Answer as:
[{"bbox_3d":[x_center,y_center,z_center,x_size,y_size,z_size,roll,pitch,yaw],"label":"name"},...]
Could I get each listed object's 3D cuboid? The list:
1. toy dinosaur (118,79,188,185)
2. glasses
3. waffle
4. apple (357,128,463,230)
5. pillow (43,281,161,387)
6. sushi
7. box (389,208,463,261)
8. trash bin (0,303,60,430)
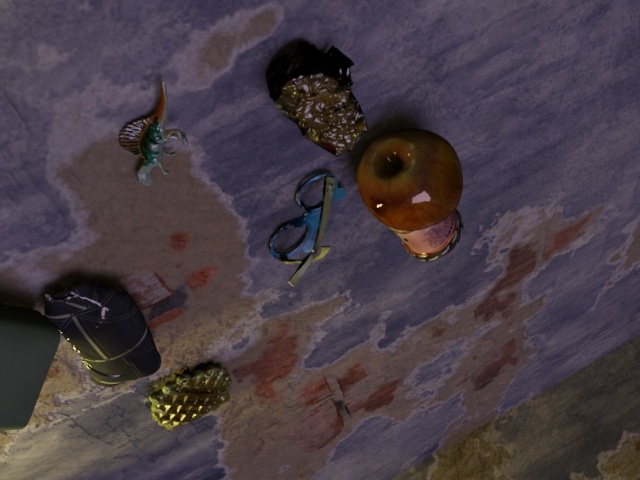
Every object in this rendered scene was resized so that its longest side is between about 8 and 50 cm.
[{"bbox_3d":[-0.281,-0.172,1.073,0.106,0.044,0.187,-13,141,-1],"label":"toy dinosaur"},{"bbox_3d":[-0.033,-0.016,1.334,0.102,0.207,0.239,26,117,-8],"label":"glasses"},{"bbox_3d":[-0.323,0.394,1.637,0.214,0.054,0.208,-26,139,-19],"label":"waffle"},{"bbox_3d":[0.182,-0.124,1.315,0.211,0.211,0.188,-42,148,10],"label":"apple"},{"bbox_3d":[-0.431,0.191,1.309,0.161,0.092,0.335,-21,140,-10],"label":"pillow"},{"bbox_3d":[0.009,-0.246,1.137,0.147,0.115,0.212,-38,141,6],"label":"sushi"},{"bbox_3d":[0.229,-0.046,1.492,0.151,0.151,0.135,-44,133,13],"label":"box"},{"bbox_3d":[-0.643,0.195,1.075,0.343,0.158,0.223,20,92,-51],"label":"trash bin"}]
